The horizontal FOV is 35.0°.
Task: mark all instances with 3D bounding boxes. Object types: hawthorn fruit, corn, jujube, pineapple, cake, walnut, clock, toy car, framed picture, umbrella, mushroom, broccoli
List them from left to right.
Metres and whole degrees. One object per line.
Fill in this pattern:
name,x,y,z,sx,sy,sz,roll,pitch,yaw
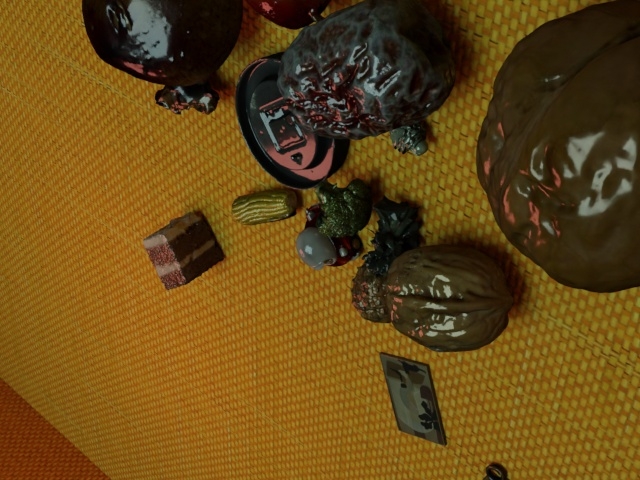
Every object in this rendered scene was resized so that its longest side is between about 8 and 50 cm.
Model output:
mushroom,-0.279,-0.437,2.020,0.331,0.356,0.334,16,89,46
cake,-0.337,0.023,2.457,0.134,0.135,0.147,-20,104,53
corn,-0.120,-0.072,2.193,0.203,0.072,0.072,-8,109,51
clock,-0.057,-0.236,2.010,0.280,0.055,0.281,29,135,34
hawthorn fruit,-0.048,-0.447,1.769,0.188,0.169,0.169,44,142,13
toy car,0.000,0.000,2.066,0.112,0.112,0.139,-14,105,53
broccoli,0.042,-0.065,1.942,0.120,0.130,0.131,45,100,16
jujube,0.074,-0.281,1.689,0.317,0.226,0.226,-14,104,48
pineapple,0.127,0.036,1.942,0.128,0.128,0.248,32,132,32
umbrella,0.139,-0.202,1.802,0.143,0.062,0.067,47,111,25
framed picture,0.197,0.338,2.166,0.136,0.010,0.201,9,122,45
walnut,0.228,0.103,1.811,0.245,0.198,0.198,1,117,31
walnut,0.385,-0.120,1.369,0.398,0.307,0.354,106,157,-45

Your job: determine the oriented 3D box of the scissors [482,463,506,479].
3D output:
scissors,0.332,0.525,2.137,0.088,0.017,0.220,53,144,2
